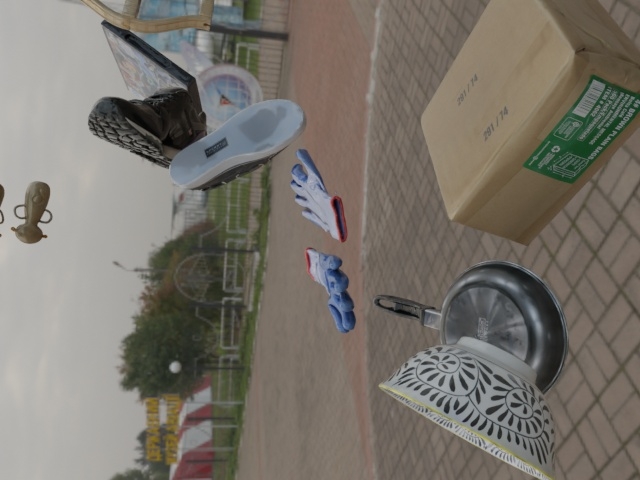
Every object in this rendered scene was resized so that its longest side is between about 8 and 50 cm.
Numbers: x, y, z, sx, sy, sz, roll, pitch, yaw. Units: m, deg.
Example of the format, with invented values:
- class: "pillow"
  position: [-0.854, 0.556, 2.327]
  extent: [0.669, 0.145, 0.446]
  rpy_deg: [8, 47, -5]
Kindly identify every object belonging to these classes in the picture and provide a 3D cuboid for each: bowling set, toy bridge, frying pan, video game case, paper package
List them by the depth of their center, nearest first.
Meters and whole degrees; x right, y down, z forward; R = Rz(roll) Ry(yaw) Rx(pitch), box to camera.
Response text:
- class: "toy bridge"
  position: [-0.223, -0.281, 0.684]
  extent: [0.026, 0.188, 0.063]
  rpy_deg: [132, 145, -64]
- class: "frying pan"
  position: [0.198, 0.096, 0.828]
  extent: [0.326, 0.053, 0.197]
  rpy_deg: [38, 118, 41]
- class: "paper package"
  position: [0.324, -0.211, 0.928]
  extent: [0.310, 0.168, 0.325]
  rpy_deg: [-94, 24, -43]
- class: "bowling set"
  position: [-0.693, -0.053, 1.127]
  extent: [0.199, 0.287, 0.154]
  rpy_deg: [-16, 65, 52]
- class: "video game case"
  position: [-0.389, -0.374, 1.383]
  extent: [0.035, 0.248, 0.275]
  rpy_deg: [-52, -6, -16]

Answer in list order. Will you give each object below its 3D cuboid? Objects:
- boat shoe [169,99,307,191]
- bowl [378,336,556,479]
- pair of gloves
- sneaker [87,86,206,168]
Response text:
- class: "boat shoe"
  position: [-0.113, -0.130, 0.851]
  extent: [0.076, 0.228, 0.080]
  rpy_deg: [24, -137, -63]
- class: "bowl"
  position: [0.145, 0.140, 0.524]
  extent: [0.080, 0.170, 0.170]
  rpy_deg: [-60, 7, -12]
- class: "pair of gloves"
  position: [0.000, 0.000, 0.640]
  extent: [0.159, 0.023, 0.198]
  rpy_deg: [-135, 32, -65]
- class: "sneaker"
  position: [-0.262, -0.196, 0.907]
  extent: [0.283, 0.107, 0.124]
  rpy_deg: [32, -109, -80]
